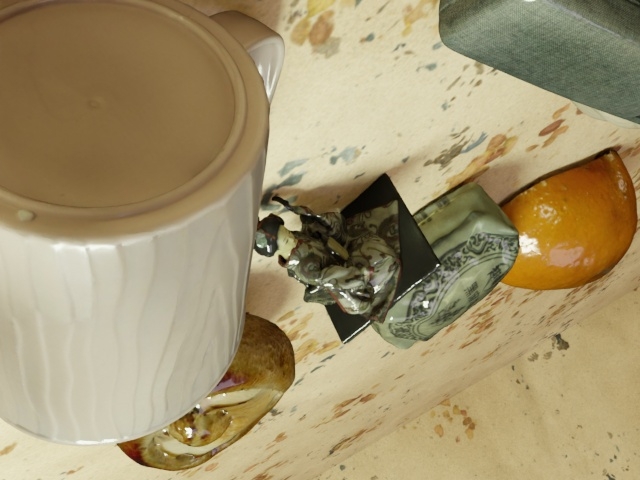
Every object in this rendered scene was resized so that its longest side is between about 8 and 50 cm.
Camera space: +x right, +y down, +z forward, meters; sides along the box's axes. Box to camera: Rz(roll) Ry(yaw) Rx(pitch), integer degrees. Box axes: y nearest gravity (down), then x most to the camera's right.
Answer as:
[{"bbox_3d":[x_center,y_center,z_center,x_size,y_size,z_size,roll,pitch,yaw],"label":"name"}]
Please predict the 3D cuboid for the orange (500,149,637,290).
[{"bbox_3d":[0.417,-0.034,1.439,0.310,0.274,0.274,-56,177,-42],"label":"orange"}]

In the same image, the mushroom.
[{"bbox_3d":[-0.146,0.183,1.025,0.253,0.153,0.253,-26,155,-13],"label":"mushroom"}]

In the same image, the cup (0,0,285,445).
[{"bbox_3d":[-0.121,-0.018,0.573,0.288,0.208,0.273,-22,153,-24],"label":"cup"}]

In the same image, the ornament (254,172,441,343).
[{"bbox_3d":[0.000,0.000,0.899,0.153,0.166,0.196,-43,141,20],"label":"ornament"}]

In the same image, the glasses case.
[{"bbox_3d":[0.267,-0.181,0.758,0.323,0.074,0.131,13,166,-28],"label":"glasses case"}]

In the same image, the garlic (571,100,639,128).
[{"bbox_3d":[0.370,-0.212,0.944,0.178,0.143,0.229,-34,149,5],"label":"garlic"}]

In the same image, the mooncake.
[{"bbox_3d":[0.174,0.051,1.219,0.250,0.136,0.254,-37,159,-2],"label":"mooncake"}]
